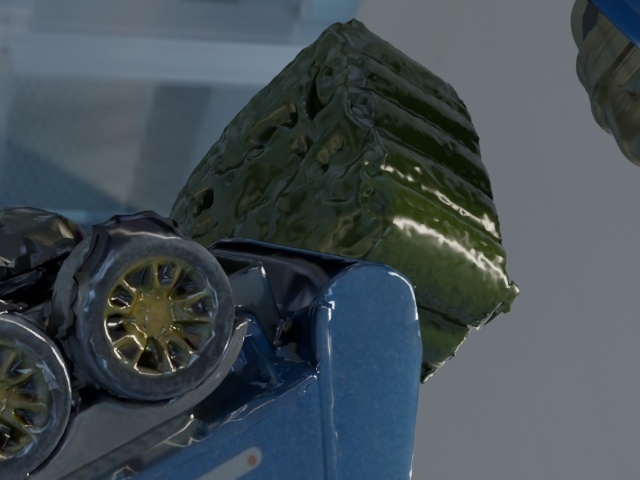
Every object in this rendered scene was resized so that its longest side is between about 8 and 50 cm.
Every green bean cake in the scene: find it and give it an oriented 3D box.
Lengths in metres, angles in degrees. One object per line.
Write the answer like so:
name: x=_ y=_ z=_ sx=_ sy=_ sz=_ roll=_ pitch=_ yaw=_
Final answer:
green bean cake: x=0.000 y=0.000 z=1.343 sx=0.247 sy=0.156 sz=0.250 roll=-44 pitch=-145 yaw=30

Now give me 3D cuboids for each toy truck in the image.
toy truck: x=-0.135 y=0.101 z=0.634 sx=0.146 sy=0.367 sz=0.175 roll=9 pitch=-58 yaw=62

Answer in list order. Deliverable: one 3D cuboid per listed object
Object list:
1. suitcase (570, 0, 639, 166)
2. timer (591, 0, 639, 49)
suitcase: x=0.390 y=-0.170 z=1.291 sx=0.351 sy=0.339 sz=0.194 roll=-52 pitch=-143 yaw=34
timer: x=0.149 y=-0.217 z=0.678 sx=0.115 sy=0.309 sz=0.340 roll=-37 pitch=-170 yaw=48
